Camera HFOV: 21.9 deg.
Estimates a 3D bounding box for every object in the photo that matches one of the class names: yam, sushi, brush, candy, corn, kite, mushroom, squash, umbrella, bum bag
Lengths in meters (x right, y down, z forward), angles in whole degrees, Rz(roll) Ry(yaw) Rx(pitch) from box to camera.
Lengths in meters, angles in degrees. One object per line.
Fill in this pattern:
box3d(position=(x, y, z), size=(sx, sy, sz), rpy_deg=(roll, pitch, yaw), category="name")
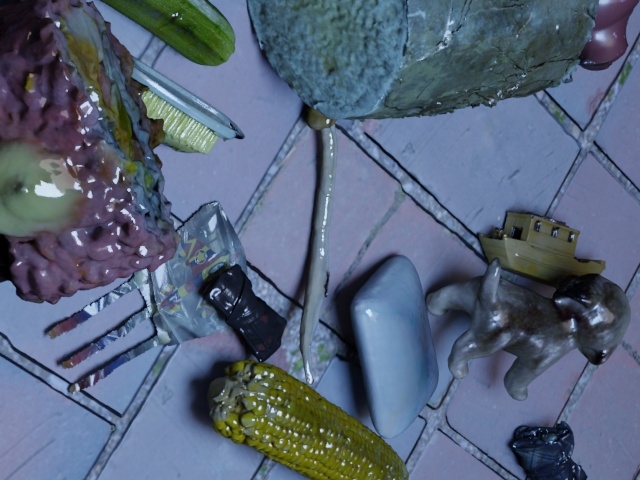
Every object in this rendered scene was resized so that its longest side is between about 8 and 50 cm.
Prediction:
box3d(position=(0.114, -0.252, 1.712), size=(0.348, 0.241, 0.241), rpy_deg=(-7, 105, -40), category="yam")
box3d(position=(-0.240, -0.082, 1.433), size=(0.171, 0.236, 0.270), rpy_deg=(-16, 117, 7), category="sushi")
box3d(position=(-0.196, -0.155, 1.581), size=(0.297, 0.068, 0.060), rpy_deg=(34, 100, -35), category="brush")
box3d(position=(0.085, 0.118, 1.851), size=(0.138, 0.071, 0.174), rpy_deg=(-46, 129, -54), category="candy")
box3d(position=(-0.010, 0.214, 1.793), size=(0.320, 0.097, 0.097), rpy_deg=(36, 77, -42), category="corn")
box3d(position=(-0.167, 0.067, 1.680), size=(0.245, 0.015, 0.141), rpy_deg=(-32, 117, -31), category="kite")
box3d(position=(-0.003, 0.000, 1.769), size=(0.068, 0.043, 0.306), rpy_deg=(-2, 96, -60), category="mushroom")
box3d(position=(-0.169, -0.237, 1.574), size=(0.229, 0.066, 0.066), rpy_deg=(33, 79, -41), category="squash")
box3d(position=(0.303, 0.325, 2.101), size=(0.071, 0.080, 0.224), rpy_deg=(-65, 146, -55), category="umbrella")
box3d(position=(-0.076, 0.076, 1.735), size=(0.058, 0.034, 0.124), rpy_deg=(-57, 135, -22), category="bum bag")

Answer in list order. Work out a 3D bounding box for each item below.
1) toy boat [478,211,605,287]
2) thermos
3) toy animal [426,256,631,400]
box3d(position=(0.274, 0.012, 2.005), size=(0.200, 0.057, 0.077), rpy_deg=(18, 82, -41), category="toy boat")
box3d(position=(0.319, -0.365, 1.930), size=(0.110, 0.136, 0.330), rpy_deg=(-5, 106, -10), category="thermos")
box3d(position=(0.241, 0.093, 1.921), size=(0.233, 0.168, 0.121), rpy_deg=(12, 48, -34), category="toy animal")
